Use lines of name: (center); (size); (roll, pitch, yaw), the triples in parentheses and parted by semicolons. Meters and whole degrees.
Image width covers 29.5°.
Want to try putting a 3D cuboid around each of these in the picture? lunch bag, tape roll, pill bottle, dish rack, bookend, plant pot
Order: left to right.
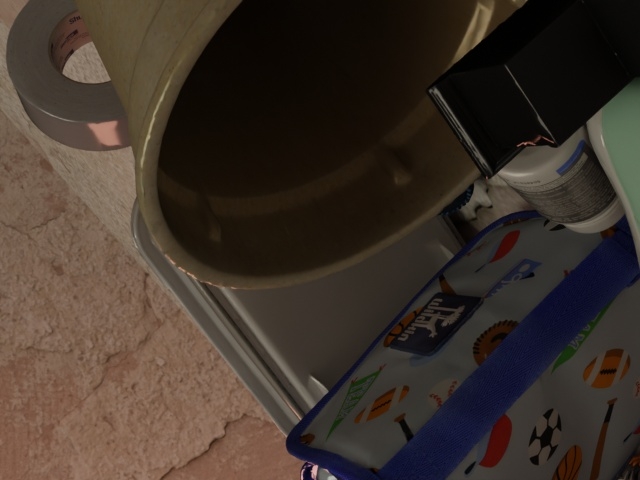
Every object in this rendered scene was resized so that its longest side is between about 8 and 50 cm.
tape roll: (-0.268, -0.220, 1.485); (0.219, 0.219, 0.072); (43, 164, 18)
plant pot: (-0.045, -0.187, 0.876); (0.305, 0.334, 0.334); (51, 168, 33)
dish rack: (0.009, 0.012, 1.185); (0.333, 0.285, 0.072); (55, 157, -22)
lunch bag: (0.148, 0.159, 1.085); (0.239, 0.328, 0.385); (41, 164, 18)
pill bottle: (0.176, -0.057, 0.889); (0.078, 0.078, 0.137); (36, -178, 38)
bookend: (0.169, -0.112, 0.702); (0.072, 0.156, 0.157); (53, 163, -15)

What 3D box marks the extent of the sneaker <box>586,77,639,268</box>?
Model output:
sneaker: (0.276, 0.005, 0.788); (0.256, 0.094, 0.151); (56, 169, -17)

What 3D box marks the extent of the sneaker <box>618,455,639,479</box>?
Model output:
sneaker: (0.345, 0.252, 1.240); (0.215, 0.084, 0.083); (-146, 56, -72)

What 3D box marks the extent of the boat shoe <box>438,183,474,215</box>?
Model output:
boat shoe: (0.034, -0.070, 1.083); (0.258, 0.109, 0.089); (20, -143, -30)
